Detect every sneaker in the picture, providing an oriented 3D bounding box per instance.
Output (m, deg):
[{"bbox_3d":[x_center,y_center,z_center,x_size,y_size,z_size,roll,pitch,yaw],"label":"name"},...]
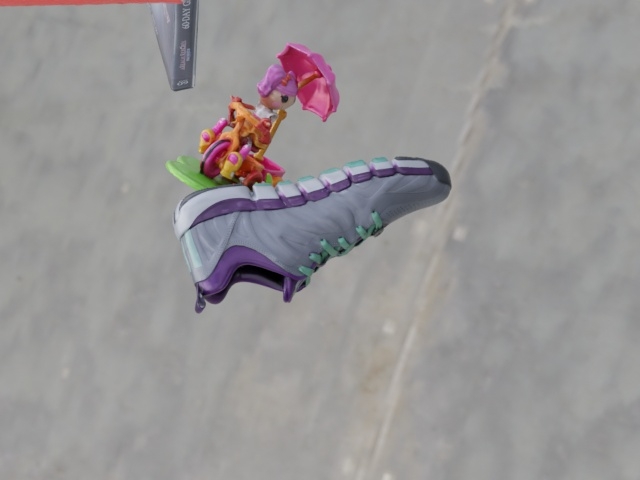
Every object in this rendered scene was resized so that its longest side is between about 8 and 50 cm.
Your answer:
[{"bbox_3d":[0.000,0.000,1.320,0.083,0.223,0.098,94,165,-70],"label":"sneaker"}]

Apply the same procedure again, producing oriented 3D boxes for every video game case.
[{"bbox_3d":[-0.127,-0.273,1.321,0.274,0.026,0.196,103,153,-60],"label":"video game case"}]

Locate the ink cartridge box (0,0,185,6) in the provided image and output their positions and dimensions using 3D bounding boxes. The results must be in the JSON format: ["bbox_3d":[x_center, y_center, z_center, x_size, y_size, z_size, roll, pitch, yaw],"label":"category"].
[{"bbox_3d":[-0.248,-0.175,0.781,0.296,0.261,0.066,3,56,31],"label":"ink cartridge box"}]

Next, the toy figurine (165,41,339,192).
[{"bbox_3d":[-0.053,-0.113,1.578,0.130,0.173,0.159,34,99,25],"label":"toy figurine"}]
